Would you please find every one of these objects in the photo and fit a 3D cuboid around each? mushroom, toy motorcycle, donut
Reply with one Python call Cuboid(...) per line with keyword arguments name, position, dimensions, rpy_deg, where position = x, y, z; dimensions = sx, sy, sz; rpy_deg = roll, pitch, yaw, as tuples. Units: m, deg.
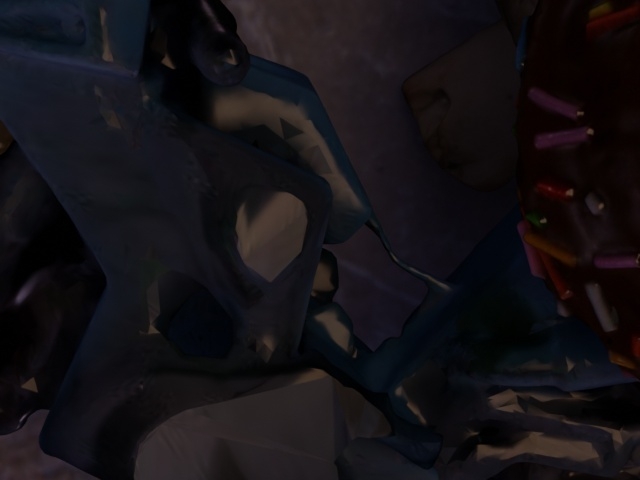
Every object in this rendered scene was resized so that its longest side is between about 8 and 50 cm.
Cuboid(name="mushroom", position=(0.132, -0.096, 0.660), dimensions=(0.204, 0.204, 0.204), rpy_deg=(-1, 92, -18))
Cuboid(name="toy motorcycle", position=(0.000, 0.000, 0.553), dimensions=(0.416, 0.172, 0.232), rpy_deg=(13, 104, -6))
Cuboid(name="donut", position=(0.184, -0.041, 0.508), dimensions=(0.235, 0.089, 0.235), rpy_deg=(4, 82, -26))

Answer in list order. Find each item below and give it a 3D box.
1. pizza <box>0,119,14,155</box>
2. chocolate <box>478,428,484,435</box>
Cuboid(name="pizza", position=(-0.170, -0.085, 0.610), dimensions=(0.134, 0.056, 0.271), rpy_deg=(40, 78, -24))
Cuboid(name="chocolate", position=(0.166, 0.049, 0.702), dimensions=(0.248, 0.110, 0.110), rpy_deg=(-32, 101, -15))
